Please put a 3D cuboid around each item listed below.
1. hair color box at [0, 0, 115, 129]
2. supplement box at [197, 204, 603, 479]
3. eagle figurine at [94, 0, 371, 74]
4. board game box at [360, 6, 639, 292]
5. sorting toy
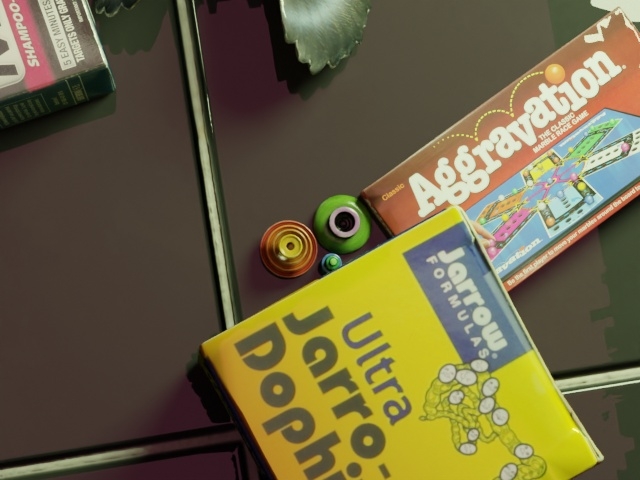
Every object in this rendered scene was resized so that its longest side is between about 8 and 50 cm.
[{"bbox_3d":[-0.360,-0.155,1.259,0.347,0.105,0.173,-20,86,-6],"label":"hair color box"},{"bbox_3d":[0.037,0.119,1.138,0.195,0.356,0.194,-29,87,-7],"label":"supplement box"},{"bbox_3d":[-0.058,-0.316,1.283,0.226,0.225,0.298,32,118,38],"label":"eagle figurine"},{"bbox_3d":[0.189,-0.065,1.334,0.281,0.027,0.145,-36,87,-7],"label":"board game box"},{"bbox_3d":[0.000,0.000,1.304,0.102,0.042,0.061,-27,87,-7],"label":"sorting toy"}]
